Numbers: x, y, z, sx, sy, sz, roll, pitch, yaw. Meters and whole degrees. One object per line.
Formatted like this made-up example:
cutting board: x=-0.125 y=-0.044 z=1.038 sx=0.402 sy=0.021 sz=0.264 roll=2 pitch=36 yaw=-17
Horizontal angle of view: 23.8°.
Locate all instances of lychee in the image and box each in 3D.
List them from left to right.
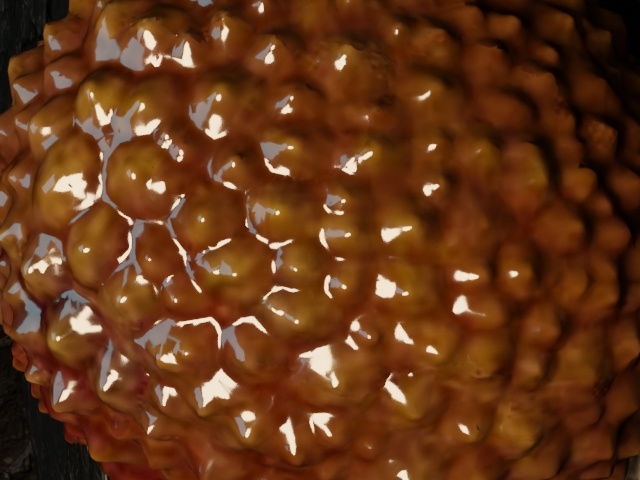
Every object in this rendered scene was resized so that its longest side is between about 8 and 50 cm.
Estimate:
lychee: x=0.000 y=0.000 z=0.570 sx=0.267 sy=0.267 sz=0.267 roll=177 pitch=90 yaw=-69
